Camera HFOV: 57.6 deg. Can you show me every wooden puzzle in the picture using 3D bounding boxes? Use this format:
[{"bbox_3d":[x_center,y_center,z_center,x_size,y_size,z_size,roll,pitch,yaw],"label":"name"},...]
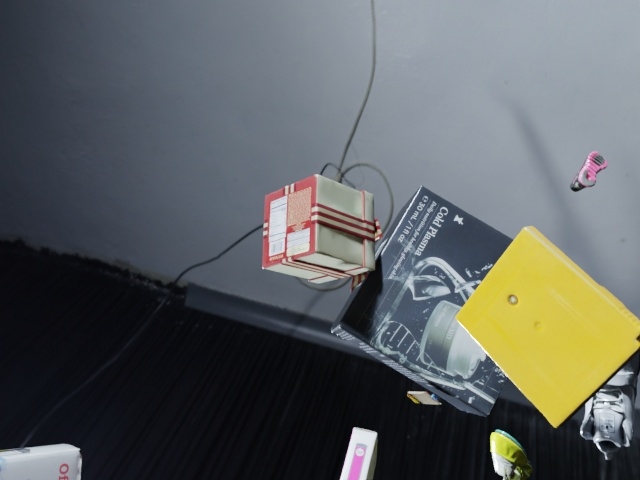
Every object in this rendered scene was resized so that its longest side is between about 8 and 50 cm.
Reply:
[{"bbox_3d":[0.285,0.430,1.599,0.078,0.014,0.116,40,151,-27],"label":"wooden puzzle"}]

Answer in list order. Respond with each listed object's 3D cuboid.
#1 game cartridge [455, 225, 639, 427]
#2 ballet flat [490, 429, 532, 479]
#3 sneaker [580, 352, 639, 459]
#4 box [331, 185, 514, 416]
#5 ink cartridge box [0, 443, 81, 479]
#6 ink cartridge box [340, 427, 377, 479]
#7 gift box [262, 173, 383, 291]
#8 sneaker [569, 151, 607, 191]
[{"bbox_3d":[0.472,0.178,1.227,0.323,0.053,0.285,51,126,32],"label":"game cartridge"},{"bbox_3d":[0.440,0.517,1.351,0.077,0.077,0.231,17,155,41],"label":"ballet flat"},{"bbox_3d":[0.762,0.400,1.524,0.137,0.210,0.365,2,128,29],"label":"sneaker"},{"bbox_3d":[0.356,0.180,1.728,0.472,0.480,0.297,31,169,2],"label":"box"},{"bbox_3d":[-0.635,0.522,1.106,0.131,0.306,0.226,-11,75,49],"label":"ink cartridge box"},{"bbox_3d":[0.060,0.622,1.283,0.069,0.371,0.175,8,137,12],"label":"ink cartridge box"},{"bbox_3d":[0.000,0.000,1.615,0.258,0.276,0.255,15,162,-41],"label":"gift box"},{"bbox_3d":[0.575,-0.146,1.258,0.047,0.119,0.057,44,149,6],"label":"sneaker"}]
